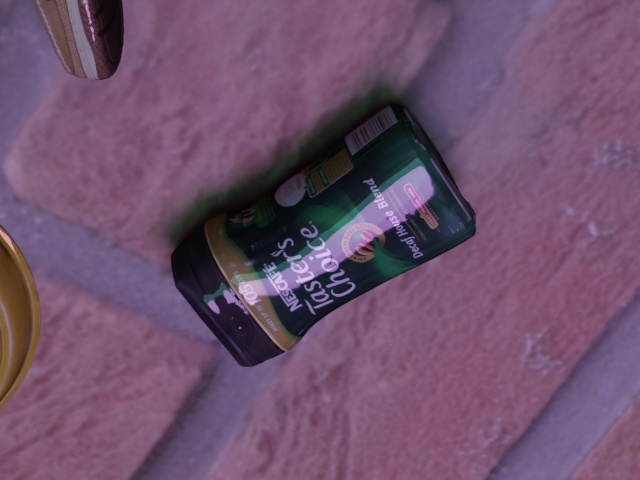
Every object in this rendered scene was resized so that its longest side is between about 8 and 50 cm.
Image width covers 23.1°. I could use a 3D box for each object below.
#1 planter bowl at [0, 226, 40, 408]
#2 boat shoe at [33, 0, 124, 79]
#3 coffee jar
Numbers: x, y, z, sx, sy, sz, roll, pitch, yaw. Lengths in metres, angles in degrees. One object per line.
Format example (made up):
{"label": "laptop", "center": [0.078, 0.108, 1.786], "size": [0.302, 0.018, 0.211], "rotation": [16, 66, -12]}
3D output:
{"label": "planter bowl", "center": [-0.285, 0.072, 0.978], "size": [0.217, 0.090, 0.217], "rotation": [-4, 119, -8]}
{"label": "boat shoe", "center": [-0.163, -0.180, 0.885], "size": [0.072, 0.068, 0.190], "rotation": [-8, 110, 8]}
{"label": "coffee jar", "center": [0.000, 0.000, 0.996], "size": [0.184, 0.079, 0.096], "rotation": [-32, 119, 8]}
